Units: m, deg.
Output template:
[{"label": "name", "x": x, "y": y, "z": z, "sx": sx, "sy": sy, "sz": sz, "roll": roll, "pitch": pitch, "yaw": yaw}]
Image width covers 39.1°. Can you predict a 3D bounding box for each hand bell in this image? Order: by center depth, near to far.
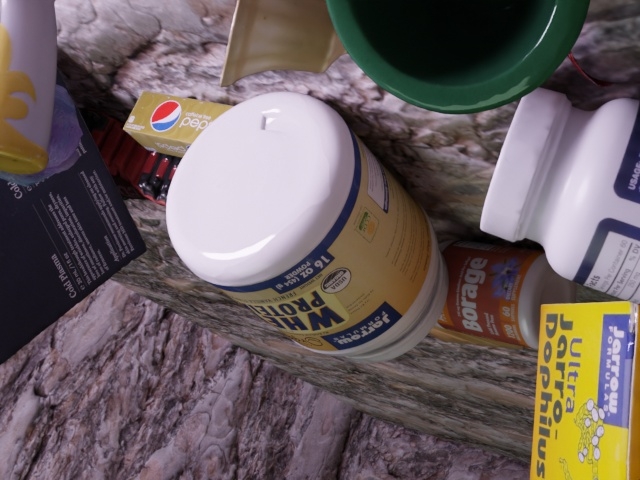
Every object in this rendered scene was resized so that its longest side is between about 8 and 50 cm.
[{"label": "hand bell", "x": 0.049, "y": -0.159, "z": 0.730, "sx": 0.241, "sy": 0.126, "sz": 0.126, "roll": 12, "pitch": 166, "yaw": -7}]

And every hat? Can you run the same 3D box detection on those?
[{"label": "hat", "x": 0.114, "y": -0.189, "z": 0.621, "sx": 0.172, "sy": 0.183, "sz": 0.209, "roll": 10, "pitch": 119, "yaw": 22}]

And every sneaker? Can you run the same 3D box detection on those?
[{"label": "sneaker", "x": -0.265, "y": -0.106, "z": 1.336, "sx": 0.276, "sy": 0.098, "sz": 0.135, "roll": 22, "pitch": 165, "yaw": 13}]

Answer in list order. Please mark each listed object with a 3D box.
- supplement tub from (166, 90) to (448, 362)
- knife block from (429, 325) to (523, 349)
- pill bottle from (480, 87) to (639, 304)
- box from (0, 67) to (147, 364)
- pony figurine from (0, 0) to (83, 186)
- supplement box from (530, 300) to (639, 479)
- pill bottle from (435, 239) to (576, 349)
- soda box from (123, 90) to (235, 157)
[{"label": "supplement tub", "x": 0.000, "y": 0.000, "z": 1.047, "sx": 0.228, "sy": 0.228, "sz": 0.316, "roll": 12, "pitch": 161, "yaw": 38}, {"label": "knife block", "x": 0.148, "y": 0.065, "z": 1.318, "sx": 0.242, "sy": 0.088, "sz": 0.275, "roll": 30, "pitch": 164, "yaw": -25}, {"label": "pill bottle", "x": 0.270, "y": -0.023, "z": 0.707, "sx": 0.264, "sy": 0.153, "sz": 0.153, "roll": 21, "pitch": 165, "yaw": 12}, {"label": "box", "x": -0.453, "y": -0.047, "z": 1.178, "sx": 0.178, "sy": 0.312, "sz": 0.343, "roll": 9, "pitch": 130, "yaw": 41}, {"label": "pony figurine", "x": -0.200, "y": -0.217, "z": 0.506, "sx": 0.350, "sy": 0.364, "sz": 0.302, "roll": 13, "pitch": 163, "yaw": -25}, {"label": "supplement box", "x": 0.405, "y": 0.168, "z": 0.853, "sx": 0.356, "sy": 0.194, "sz": 0.195, "roll": 6, "pitch": 174, "yaw": -10}, {"label": "pill bottle", "x": 0.206, "y": 0.063, "z": 1.161, "sx": 0.216, "sy": 0.121, "sz": 0.121, "roll": 8, "pitch": 159, "yaw": 43}, {"label": "soda box", "x": -0.155, "y": -0.138, "z": 1.129, "sx": 0.181, "sy": 0.061, "sz": 0.058, "roll": 15, "pitch": 162, "yaw": 32}]
